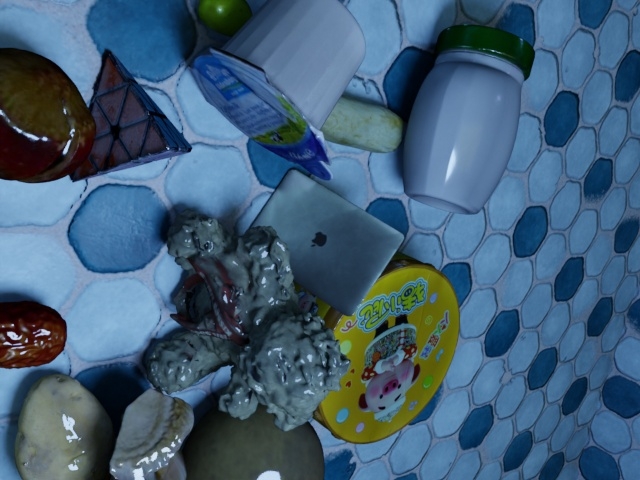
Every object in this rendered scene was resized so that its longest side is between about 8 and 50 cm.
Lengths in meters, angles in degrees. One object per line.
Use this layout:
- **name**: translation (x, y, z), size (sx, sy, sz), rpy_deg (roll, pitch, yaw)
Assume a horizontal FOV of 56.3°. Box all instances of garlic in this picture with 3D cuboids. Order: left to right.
- **garlic**: translation (-0.299, 0.406, 1.019), size (0.132, 0.279, 0.325), rpy_deg (16, 136, -3)

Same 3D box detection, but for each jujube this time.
- **jujube**: translation (-0.475, 0.139, 0.896), size (0.176, 0.109, 0.112), rpy_deg (9, 134, -40)

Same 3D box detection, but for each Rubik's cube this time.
- **Rubik's cube**: translation (-0.293, -0.151, 0.977), size (0.190, 0.211, 0.178), rpy_deg (-38, 158, 19)

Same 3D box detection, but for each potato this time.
- **potato**: translation (-0.424, 0.339, 1.010), size (0.161, 0.128, 0.234), rpy_deg (5, 99, -41)

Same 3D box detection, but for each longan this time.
- **longan**: translation (-0.137, 0.452, 1.181), size (0.297, 0.297, 0.297), rpy_deg (-15, 116, -33)

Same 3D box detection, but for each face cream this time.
- **face cream**: translation (0.306, -0.246, 1.272), size (0.312, 0.219, 0.357), rpy_deg (17, 90, -69)

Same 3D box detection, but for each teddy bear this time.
- **teddy bear**: translation (-0.117, 0.155, 1.027), size (0.224, 0.367, 0.357), rpy_deg (1, 108, -44)

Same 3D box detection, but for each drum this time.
- **drum**: translation (0.095, 0.210, 1.315), size (0.431, 0.214, 0.431), rpy_deg (-14, 115, -33)

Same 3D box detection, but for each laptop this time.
- **laptop**: translation (0.000, 0.000, 1.144), size (0.187, 0.269, 0.015), rpy_deg (-56, 165, -7)

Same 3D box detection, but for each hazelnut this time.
- **hazelnut**: translation (-0.411, -0.167, 0.799), size (0.204, 0.178, 0.178), rpy_deg (3, 108, -68)

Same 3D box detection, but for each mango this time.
- **mango**: translation (-0.153, -0.374, 0.990), size (0.108, 0.056, 0.073), rpy_deg (29, 93, -54)

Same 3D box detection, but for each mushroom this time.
- **mushroom**: translation (0.049, -0.239, 1.187), size (0.312, 0.081, 0.100), rpy_deg (8, 109, -42)

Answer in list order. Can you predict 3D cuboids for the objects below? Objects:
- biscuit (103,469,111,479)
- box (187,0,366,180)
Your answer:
- **biscuit**: translation (-0.420, 0.490, 1.096), size (0.118, 0.023, 0.140), rpy_deg (39, 47, -48)
- **box**: translation (-0.031, -0.266, 0.973), size (0.291, 0.262, 0.206), rpy_deg (39, 77, -21)
